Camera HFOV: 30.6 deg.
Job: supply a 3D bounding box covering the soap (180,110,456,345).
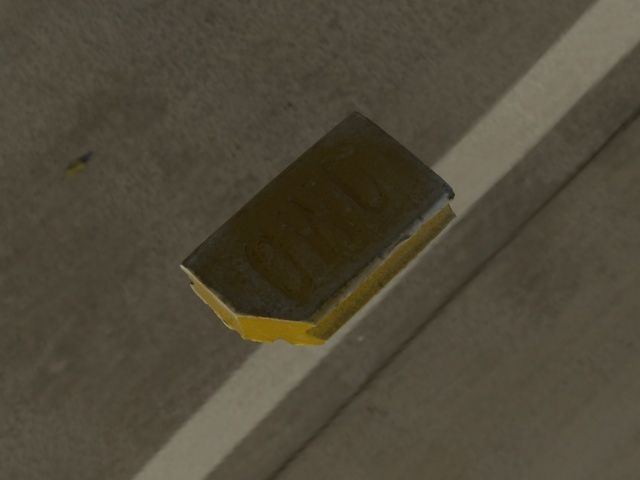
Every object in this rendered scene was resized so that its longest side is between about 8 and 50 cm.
[{"bbox_3d":[0.000,0.000,1.100,0.232,0.140,0.073,-42,155,-15],"label":"soap"}]
